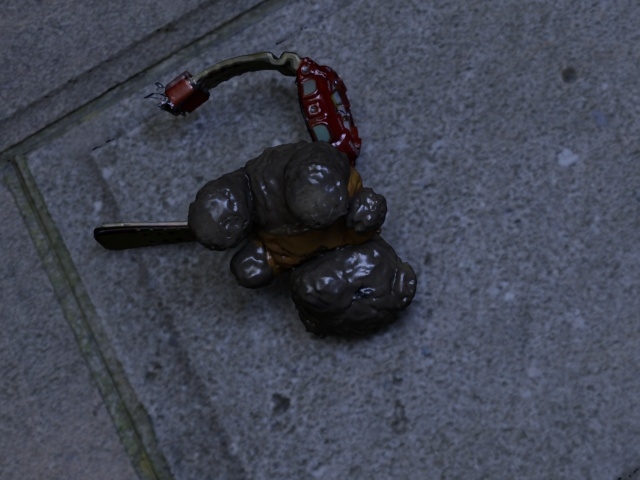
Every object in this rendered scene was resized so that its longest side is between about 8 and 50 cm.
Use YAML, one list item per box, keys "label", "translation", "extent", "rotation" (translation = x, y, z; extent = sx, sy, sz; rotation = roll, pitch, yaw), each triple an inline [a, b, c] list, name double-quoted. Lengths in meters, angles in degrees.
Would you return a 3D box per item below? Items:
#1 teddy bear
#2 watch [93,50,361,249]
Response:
- label: "teddy bear"
  translation: [0.000, 0.000, 1.773]
  extent: [0.177, 0.190, 0.140]
  rotation: [-20, 15, 34]
- label: "watch"
  translation: [-0.095, -0.088, 1.886]
  extent: [0.268, 0.102, 0.165]
  rotation: [-9, 80, 14]
